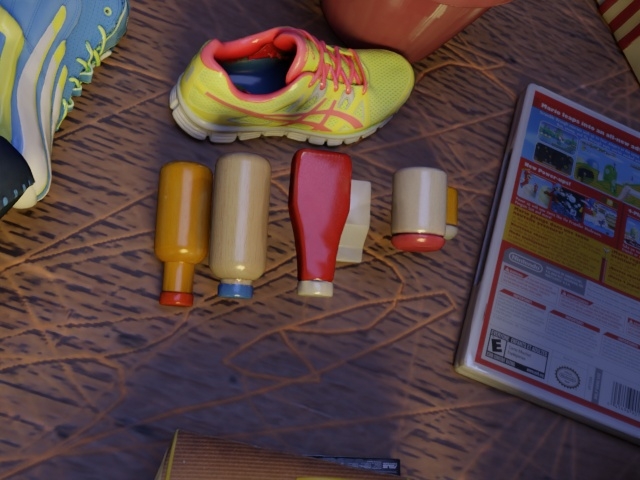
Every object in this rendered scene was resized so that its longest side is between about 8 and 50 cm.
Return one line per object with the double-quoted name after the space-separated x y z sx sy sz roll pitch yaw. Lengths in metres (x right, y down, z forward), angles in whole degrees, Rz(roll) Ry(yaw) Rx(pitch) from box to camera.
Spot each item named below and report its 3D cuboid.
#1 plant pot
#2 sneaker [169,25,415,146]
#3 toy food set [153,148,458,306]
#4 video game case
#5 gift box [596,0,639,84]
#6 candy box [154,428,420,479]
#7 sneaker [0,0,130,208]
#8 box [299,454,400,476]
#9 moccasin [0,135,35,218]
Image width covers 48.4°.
0.084 -0.250 0.591 0.201 0.180 0.201 5 69 -14 "plant pot"
-0.010 -0.127 0.565 0.208 0.094 0.081 -12 73 -22 "sneaker"
0.000 0.000 0.516 0.232 0.111 0.105 5 81 -16 "toy food set"
0.241 0.016 0.625 0.204 0.025 0.285 23 66 -7 "video game case"
0.444 -0.303 0.676 0.276 0.258 0.255 -21 78 -21 "gift box"
-0.032 0.256 0.329 0.182 0.088 0.316 11 40 4 "candy box"
-0.194 -0.142 0.518 0.126 0.091 0.240 -10 73 -20 "sneaker"
0.015 0.186 0.498 0.083 0.018 0.067 6 69 -14 "box"
-0.288 0.078 0.401 0.342 0.137 0.117 -43 105 -8 "moccasin"
